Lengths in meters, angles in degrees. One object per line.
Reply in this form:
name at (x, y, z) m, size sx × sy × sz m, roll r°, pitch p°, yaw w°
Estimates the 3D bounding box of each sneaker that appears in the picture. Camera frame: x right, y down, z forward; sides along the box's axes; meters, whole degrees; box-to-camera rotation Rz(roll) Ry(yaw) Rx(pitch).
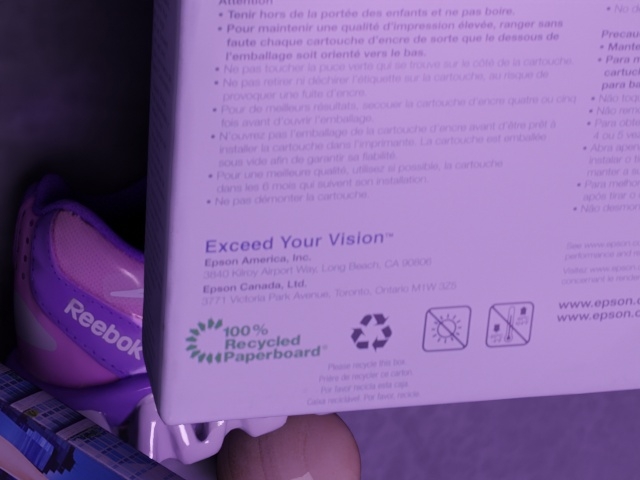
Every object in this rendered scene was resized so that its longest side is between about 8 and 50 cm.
sneaker at (0.000, 0.000, 0.634) m, size 0.236 × 0.095 × 0.105 m, roll -15°, pitch 110°, yaw -18°

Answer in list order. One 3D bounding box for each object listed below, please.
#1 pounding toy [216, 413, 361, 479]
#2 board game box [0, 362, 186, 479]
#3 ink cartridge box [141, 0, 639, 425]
pounding toy at (-0.053, 0.186, 0.674) m, size 0.237 × 0.110 × 0.183 m, roll -34°, pitch 122°, yaw -9°
board game box at (-0.093, 0.135, 0.578) m, size 0.194 × 0.060 × 0.194 m, roll 31°, pitch 111°, yaw 11°
ink cartridge box at (0.066, -0.061, 0.500) m, size 0.223 × 0.045 × 0.224 m, roll -2°, pitch 119°, yaw -17°
